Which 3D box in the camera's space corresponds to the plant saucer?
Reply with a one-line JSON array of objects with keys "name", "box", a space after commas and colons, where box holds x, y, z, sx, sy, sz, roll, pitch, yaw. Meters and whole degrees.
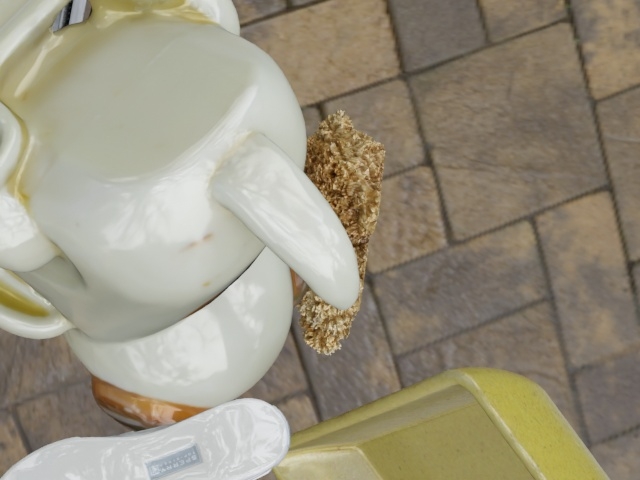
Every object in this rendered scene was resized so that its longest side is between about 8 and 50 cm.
[{"name": "plant saucer", "box": [0.138, 0.239, 0.872, 0.081, 0.333, 0.332, -38, 91, -31]}]

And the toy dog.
[{"name": "toy dog", "box": [-0.125, -0.023, 0.923, 0.395, 0.408, 0.284, 19, 62, 15]}]

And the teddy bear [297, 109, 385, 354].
[{"name": "teddy bear", "box": [0.000, 0.000, 1.403, 0.113, 0.338, 0.245, 6, 74, -2]}]

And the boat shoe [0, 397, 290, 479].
[{"name": "boat shoe", "box": [-0.108, 0.144, 0.735, 0.184, 0.063, 0.066, -22, 69, -8]}]

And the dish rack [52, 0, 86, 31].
[{"name": "dish rack", "box": [-0.404, -0.369, 1.442, 0.286, 0.072, 0.333, 23, 139, -2]}]
